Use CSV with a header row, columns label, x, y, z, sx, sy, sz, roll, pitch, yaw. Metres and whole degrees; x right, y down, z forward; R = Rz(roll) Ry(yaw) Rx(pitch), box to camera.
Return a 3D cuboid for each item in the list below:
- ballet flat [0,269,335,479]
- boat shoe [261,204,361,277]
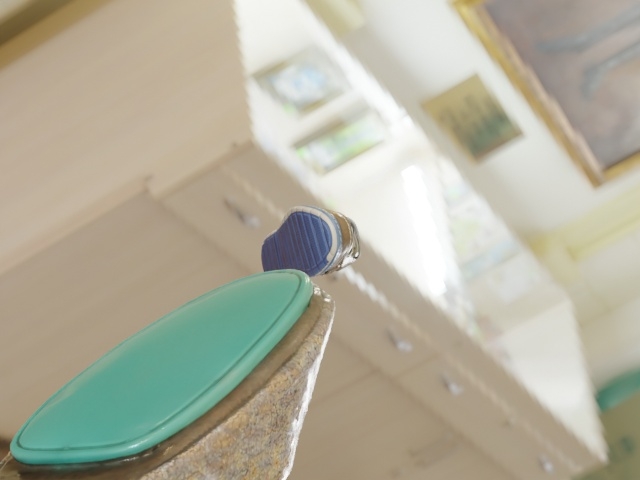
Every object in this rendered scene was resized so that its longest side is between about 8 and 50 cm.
label,x,y,z,sx,sy,sz,roll,pitch,yaw
ballet flat,-0.091,0.123,0.655,0.316,0.107,0.106,-37,116,-42
boat shoe,0.000,0.000,1.562,0.183,0.066,0.066,160,-82,-69
